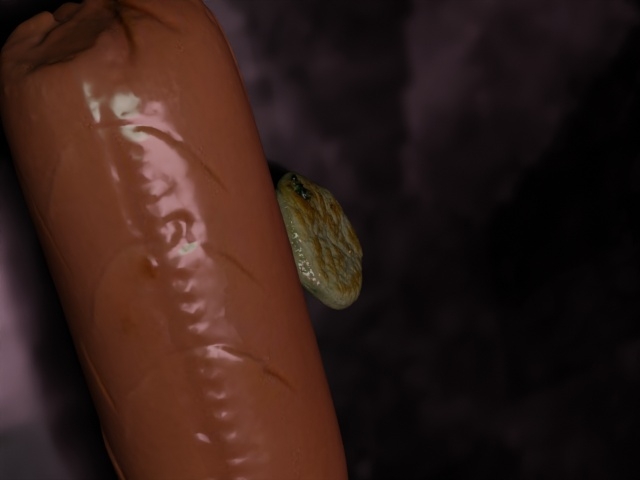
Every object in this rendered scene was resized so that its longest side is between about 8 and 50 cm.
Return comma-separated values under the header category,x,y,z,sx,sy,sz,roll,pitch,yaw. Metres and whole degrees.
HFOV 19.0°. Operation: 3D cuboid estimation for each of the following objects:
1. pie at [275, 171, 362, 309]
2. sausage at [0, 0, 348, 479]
category,x,y,z,sx,sy,sz,roll,pitch,yaw
pie,0.000,0.000,1.033,0.017,0.085,0.085,-23,120,20
sausage,-0.072,0.020,0.968,0.121,0.121,0.304,-24,112,-21
